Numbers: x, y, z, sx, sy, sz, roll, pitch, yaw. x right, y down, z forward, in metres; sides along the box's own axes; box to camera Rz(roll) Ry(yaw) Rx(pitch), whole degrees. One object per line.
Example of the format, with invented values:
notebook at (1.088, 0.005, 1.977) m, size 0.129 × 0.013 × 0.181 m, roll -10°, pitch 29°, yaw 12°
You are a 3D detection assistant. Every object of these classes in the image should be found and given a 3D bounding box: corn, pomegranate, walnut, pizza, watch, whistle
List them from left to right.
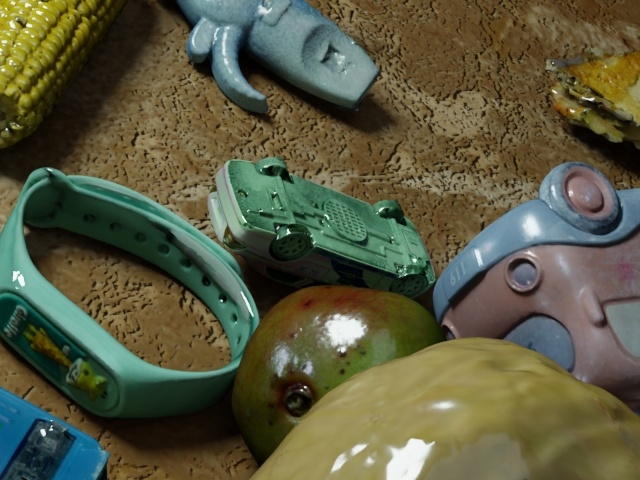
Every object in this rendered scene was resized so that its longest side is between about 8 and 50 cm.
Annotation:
corn at (-0.240, -0.197, 1.687) m, size 0.115 × 0.115 × 0.318 m, roll 28°, pitch 45°, yaw -3°
watch at (-0.162, 0.041, 1.529) m, size 0.237 × 0.068 × 0.195 m, roll 38°, pitch 42°, yaw 7°
whistle at (-0.062, -0.218, 1.814) m, size 0.269 × 0.093 × 0.180 m, roll 33°, pitch 66°, yaw 3°
pomegranate at (0.032, 0.121, 1.500) m, size 0.180 × 0.180 × 0.210 m, roll 54°, pitch 16°, yaw 24°
walnut at (0.086, 0.260, 1.255) m, size 0.383 × 0.383 × 0.383 m, roll 15°, pitch 44°, yaw -16°
pizza at (0.376, -0.098, 1.956) m, size 0.288 × 0.074 × 0.251 m, roll -6°, pitch 53°, yaw -32°

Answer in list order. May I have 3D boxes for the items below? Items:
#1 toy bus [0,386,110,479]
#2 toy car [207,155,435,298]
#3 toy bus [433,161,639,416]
toy bus at (-0.267, 0.154, 1.314) m, size 0.246 × 0.134 × 0.113 m, roll 28°, pitch 42°, yaw -1°
toy car at (0.000, 0.000, 1.652) m, size 0.224 × 0.076 × 0.090 m, roll 19°, pitch 37°, yaw -37°
toy bus at (0.257, 0.075, 1.649) m, size 0.294 × 0.197 × 0.232 m, roll -3°, pitch 62°, yaw -33°
